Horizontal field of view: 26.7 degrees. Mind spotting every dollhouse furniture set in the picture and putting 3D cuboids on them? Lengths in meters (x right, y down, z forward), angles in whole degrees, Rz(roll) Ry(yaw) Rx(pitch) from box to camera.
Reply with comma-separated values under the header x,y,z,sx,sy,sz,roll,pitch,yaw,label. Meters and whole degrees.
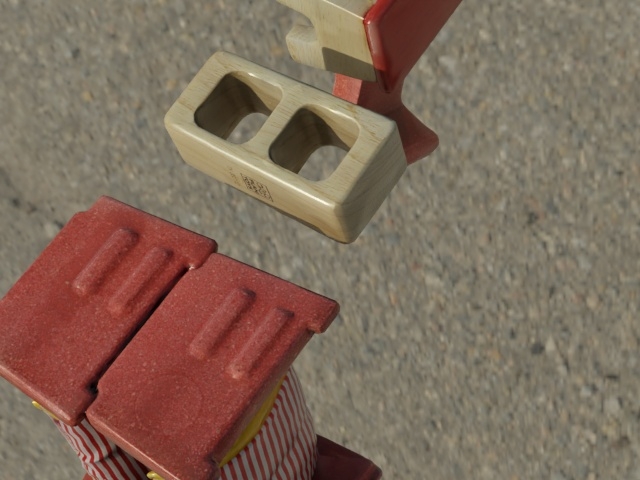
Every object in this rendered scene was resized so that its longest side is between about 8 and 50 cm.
x,y,z,sx,sy,sz,roll,pitch,yaw,label
0.000,0.000,0.769,0.152,0.201,0.374,26,66,25,dollhouse furniture set
